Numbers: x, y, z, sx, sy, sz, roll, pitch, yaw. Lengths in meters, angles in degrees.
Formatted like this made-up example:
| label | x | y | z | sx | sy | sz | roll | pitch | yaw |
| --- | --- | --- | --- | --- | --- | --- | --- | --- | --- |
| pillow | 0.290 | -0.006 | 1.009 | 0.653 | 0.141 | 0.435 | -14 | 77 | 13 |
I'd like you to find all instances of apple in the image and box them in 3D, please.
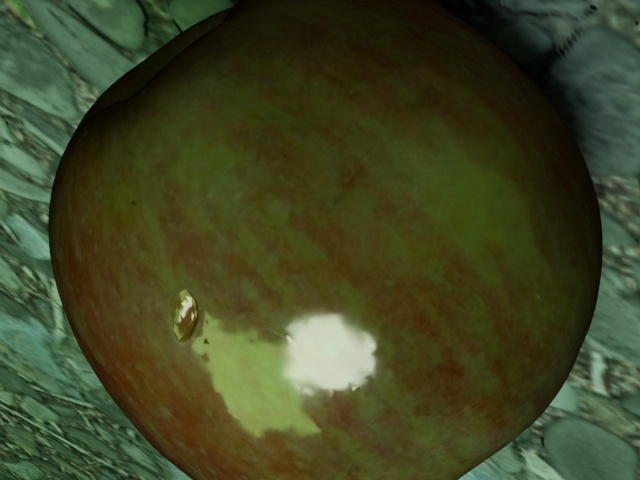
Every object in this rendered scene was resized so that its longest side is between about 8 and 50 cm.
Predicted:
| label | x | y | z | sx | sy | sz | roll | pitch | yaw |
| --- | --- | --- | --- | --- | --- | --- | --- | --- | --- |
| apple | 0.000 | 0.000 | 0.535 | 0.174 | 0.188 | 0.188 | 50 | 151 | -13 |
